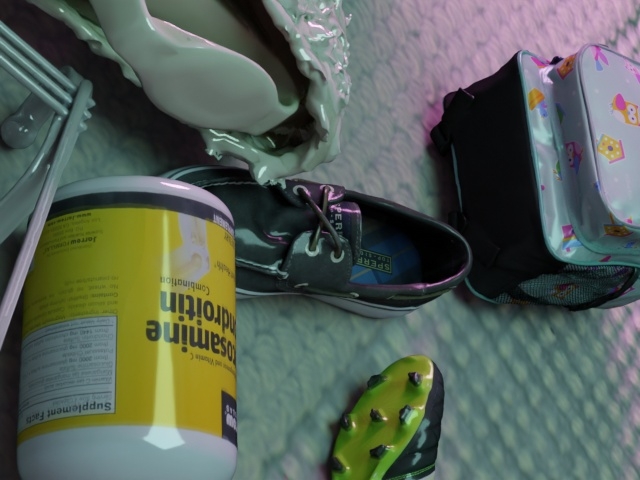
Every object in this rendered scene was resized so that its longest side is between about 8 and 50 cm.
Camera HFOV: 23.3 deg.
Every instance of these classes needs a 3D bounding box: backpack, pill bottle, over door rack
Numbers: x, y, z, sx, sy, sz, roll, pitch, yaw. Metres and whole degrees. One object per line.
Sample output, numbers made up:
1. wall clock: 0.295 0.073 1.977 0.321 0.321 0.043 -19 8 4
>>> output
1. backpack: 0.187 -0.038 1.052 0.188 0.144 0.166 16 58 -46
2. pill bottle: -0.091 0.070 0.736 0.103 0.103 0.184 18 62 -42
3. over door rack: -0.218 -0.030 0.617 0.239 0.108 0.324 41 28 -28

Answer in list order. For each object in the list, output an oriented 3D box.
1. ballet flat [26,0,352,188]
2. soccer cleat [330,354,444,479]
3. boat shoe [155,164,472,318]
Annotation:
1. ballet flat: -0.105 -0.156 0.735 0.409 0.147 0.147 38 49 -43
2. soccer cleat: 0.038 0.151 0.883 0.072 0.060 0.179 44 53 -39
3. boat shoe: 0.000 0.000 0.882 0.228 0.076 0.080 18 62 -42
